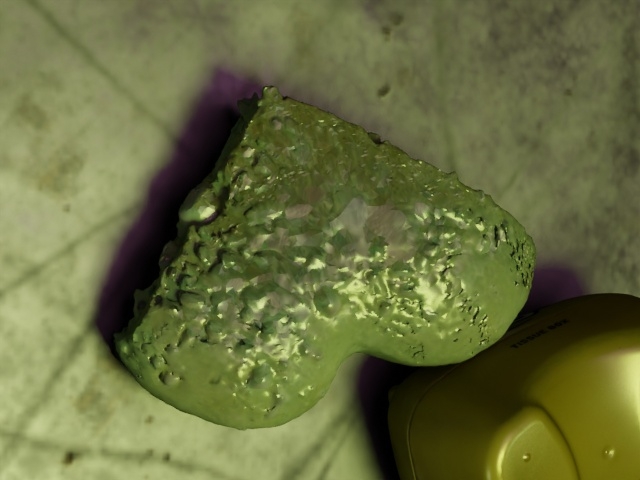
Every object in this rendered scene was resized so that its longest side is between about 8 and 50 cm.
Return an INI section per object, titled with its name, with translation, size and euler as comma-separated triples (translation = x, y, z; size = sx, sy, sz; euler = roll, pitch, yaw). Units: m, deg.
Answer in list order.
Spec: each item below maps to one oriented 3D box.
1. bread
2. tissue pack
[bread]
translation = 0.000, 0.000, 0.935
size = 0.232, 0.064, 0.172
euler = -15, 83, -14
[tissue pack]
translation = 0.126, 0.104, 0.999
size = 0.178, 0.127, 0.123
euler = -23, 109, -26
